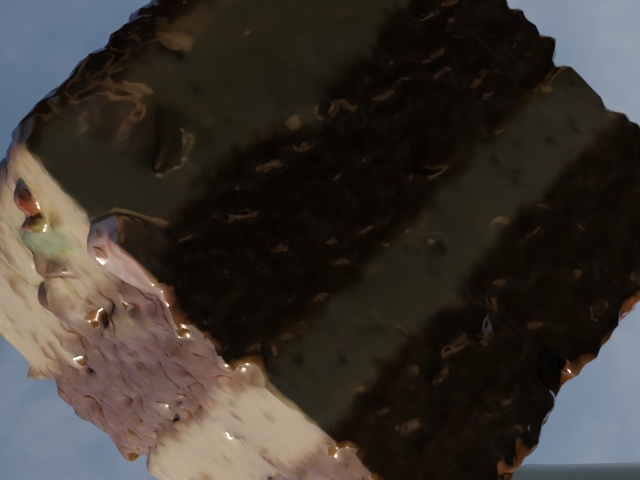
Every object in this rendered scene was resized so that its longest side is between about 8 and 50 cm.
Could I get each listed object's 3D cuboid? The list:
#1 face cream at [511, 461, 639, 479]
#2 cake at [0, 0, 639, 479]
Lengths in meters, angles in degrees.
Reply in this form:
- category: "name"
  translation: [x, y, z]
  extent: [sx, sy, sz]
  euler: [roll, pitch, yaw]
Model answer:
- category: "face cream"
  translation: [0.229, 0.270, 1.335]
  extent: [0.218, 0.179, 0.218]
  euler: [13, -105, -60]
- category: "cake"
  translation: [0.000, 0.000, 0.975]
  extent: [0.290, 0.256, 0.282]
  euler: [46, -116, -1]
